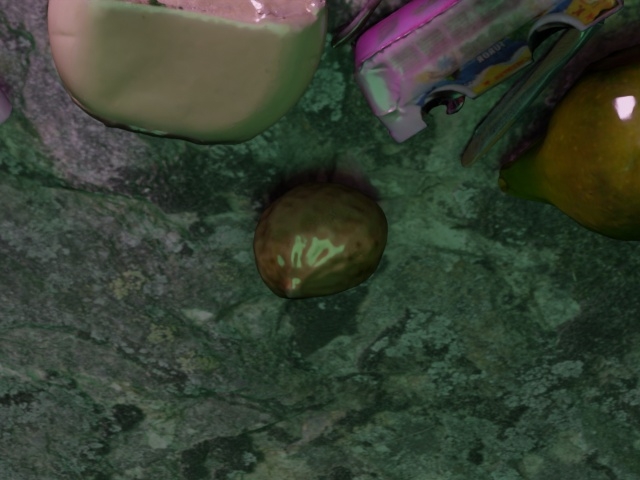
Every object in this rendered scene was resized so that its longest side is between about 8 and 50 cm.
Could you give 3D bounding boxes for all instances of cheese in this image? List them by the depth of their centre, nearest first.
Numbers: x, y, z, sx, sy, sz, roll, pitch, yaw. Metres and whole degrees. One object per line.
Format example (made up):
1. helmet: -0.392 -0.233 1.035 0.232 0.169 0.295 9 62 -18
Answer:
1. cheese: -0.130 -0.209 1.256 0.266 0.127 0.233 8 132 -13

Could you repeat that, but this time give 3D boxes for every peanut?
1. peanut: 0.000 0.000 1.481 0.159 0.109 0.141 -20 144 2

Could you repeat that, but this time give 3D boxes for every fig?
1. fig: 0.303 -0.085 1.367 0.206 0.206 0.275 31 148 -28

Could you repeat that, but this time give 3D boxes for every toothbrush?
1. toothbrush: 0.253 -0.197 1.336 0.037 0.028 0.375 7 139 -36

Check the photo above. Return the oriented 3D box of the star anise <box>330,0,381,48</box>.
1. star anise: 0.083 -0.265 1.206 0.218 0.148 0.227 -6 143 17

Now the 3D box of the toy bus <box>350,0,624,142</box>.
1. toy bus: 0.158 -0.210 1.281 0.274 0.090 0.112 -30 122 27

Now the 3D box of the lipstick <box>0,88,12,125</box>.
1. lipstick: -0.398 -0.215 1.292 0.059 0.059 0.264 -15 134 14
